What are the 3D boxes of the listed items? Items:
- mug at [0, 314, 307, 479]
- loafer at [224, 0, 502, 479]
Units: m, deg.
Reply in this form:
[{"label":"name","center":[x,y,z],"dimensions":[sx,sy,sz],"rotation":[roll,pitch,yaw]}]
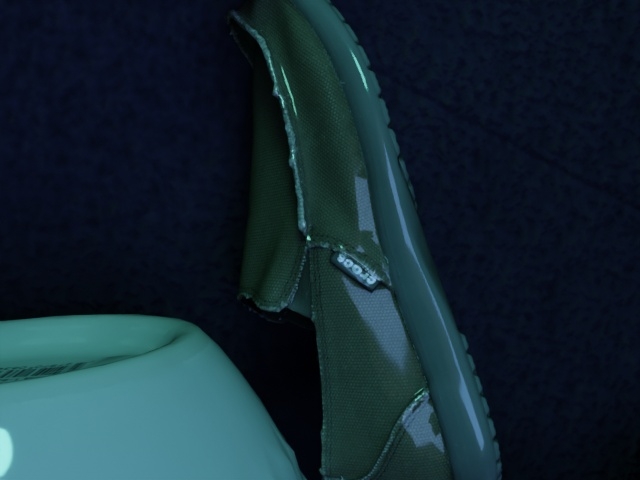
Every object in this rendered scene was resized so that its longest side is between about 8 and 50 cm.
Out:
[{"label":"mug","center":[-0.158,0.204,0.421],"dimensions":[0.374,0.276,0.327],"rotation":[-3,94,17]},{"label":"loafer","center":[0.000,0.000,0.473],"dimensions":[0.087,0.094,0.251],"rotation":[-19,77,1]}]
